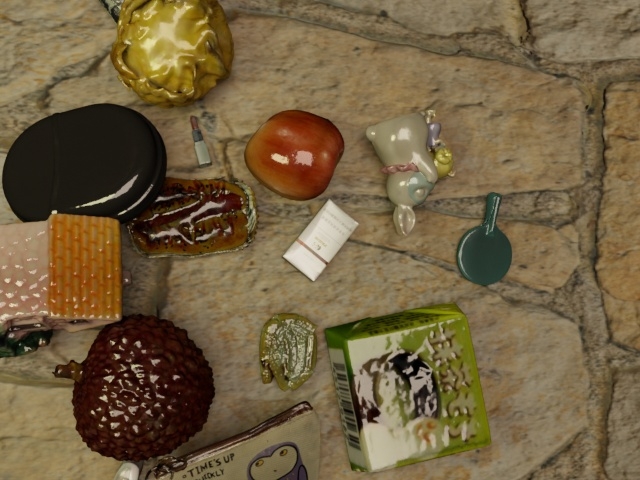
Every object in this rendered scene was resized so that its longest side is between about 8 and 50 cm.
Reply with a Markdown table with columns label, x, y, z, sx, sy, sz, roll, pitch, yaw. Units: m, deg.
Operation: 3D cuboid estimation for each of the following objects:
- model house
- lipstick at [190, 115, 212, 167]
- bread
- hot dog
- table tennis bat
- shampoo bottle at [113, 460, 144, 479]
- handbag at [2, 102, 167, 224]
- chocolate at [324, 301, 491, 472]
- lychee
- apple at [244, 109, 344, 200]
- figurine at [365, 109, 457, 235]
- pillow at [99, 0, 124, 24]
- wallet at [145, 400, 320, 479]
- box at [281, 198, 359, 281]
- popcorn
| label | x | y | z | sx | sy | sz | roll | pitch | yaw |
| --- | --- | --- | --- | --- | --- | --- | --- | --- | --- |
| model house | -0.458 | 0.089 | 1.210 | 0.238 | 0.237 | 0.202 | -7 | 67 | -6 |
| lipstick | -0.246 | -0.202 | 1.382 | 0.025 | 0.025 | 0.107 | -16 | 83 | -9 |
| bread | -0.063 | 0.223 | 1.366 | 0.118 | 0.064 | 0.156 | 0 | 86 | -7 |
| hot dog | -0.257 | -0.047 | 1.344 | 0.271 | 0.082 | 0.162 | -3 | 89 | -10 |
| table tennis bat | 0.358 | -0.004 | 1.459 | 0.124 | 0.033 | 0.201 | 10 | 88 | -10 |
| shampoo bottle | -0.364 | 0.446 | 1.290 | 0.043 | 0.099 | 0.072 | 22 | 83 | -7 |
| handbag | -0.441 | -0.139 | 1.274 | 0.308 | 0.093 | 0.253 | -12 | 70 | 4 |
| chocolate | 0.180 | 0.294 | 1.361 | 0.289 | 0.137 | 0.300 | -11 | 89 | -9 |
| lychee | -0.330 | 0.259 | 1.222 | 0.300 | 0.264 | 0.264 | 25 | 83 | -33 |
| apple | -0.055 | -0.168 | 1.340 | 0.199 | 0.199 | 0.199 | 0 | 87 | -9 |
| figurine | 0.193 | -0.137 | 1.401 | 0.155 | 0.127 | 0.235 | -16 | 95 | -19 |
| pillow | -0.390 | -0.512 | 1.361 | 0.141 | 0.055 | 0.208 | -36 | 95 | -7 |
| wallet | -0.141 | 0.452 | 1.281 | 0.335 | 0.068 | 0.274 | -19 | 124 | -20 |
| box | 0.000 | 0.000 | 1.400 | 0.084 | 0.040 | 0.154 | 40 | 83 | -7 |
| popcorn | -0.277 | -0.373 | 1.301 | 0.250 | 0.190 | 0.250 | -9 | 114 | -20 |
